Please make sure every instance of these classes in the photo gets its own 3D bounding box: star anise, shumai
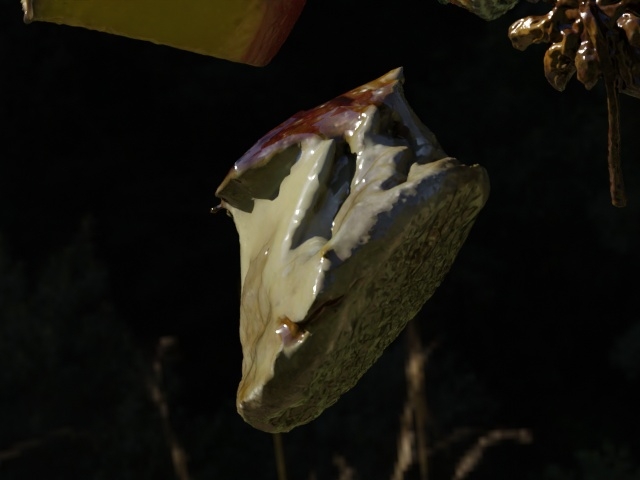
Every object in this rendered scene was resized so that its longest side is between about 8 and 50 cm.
[{"bbox_3d":[0.248,-0.166,1.579,0.177,0.234,0.073,-36,-5,35],"label":"star anise"},{"bbox_3d":[0.000,0.000,1.028,0.120,0.201,0.201,40,40,11],"label":"shumai"}]

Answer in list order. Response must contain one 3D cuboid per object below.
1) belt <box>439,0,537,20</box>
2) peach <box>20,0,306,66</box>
[{"bbox_3d":[0.155,-0.318,1.681,0.160,0.295,0.207,28,46,18],"label":"belt"},{"bbox_3d":[-0.109,-0.284,1.361,0.242,0.306,0.380,4,7,-6],"label":"peach"}]
